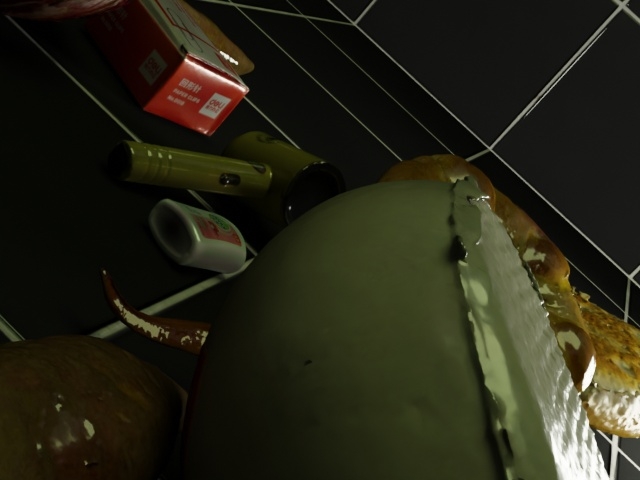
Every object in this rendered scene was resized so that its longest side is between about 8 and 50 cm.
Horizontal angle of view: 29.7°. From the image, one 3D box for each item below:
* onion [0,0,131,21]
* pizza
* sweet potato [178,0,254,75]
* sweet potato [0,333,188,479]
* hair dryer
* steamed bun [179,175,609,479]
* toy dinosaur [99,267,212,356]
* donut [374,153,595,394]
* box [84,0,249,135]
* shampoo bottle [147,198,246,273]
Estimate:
[{"bbox_3d":[-0.343,-0.318,1.323,0.314,0.146,0.280,41,1,23],"label":"onion"},{"bbox_3d":[0.357,0.151,1.768,0.440,0.130,0.406,10,25,-48],"label":"pizza"},{"bbox_3d":[-0.180,-0.287,1.735,0.077,0.077,0.243,52,9,33],"label":"sweet potato"},{"bbox_3d":[-0.142,0.112,0.672,0.131,0.131,0.336,47,18,17],"label":"sweet potato"},{"bbox_3d":[-0.113,-0.075,1.296,0.278,0.090,0.135,7,17,-46],"label":"hair dryer"},{"bbox_3d":[0.049,0.155,0.735,0.374,0.241,0.374,58,20,-34],"label":"steamed bun"},{"bbox_3d":[0.015,0.158,0.980,0.432,0.097,0.208,40,25,7],"label":"toy dinosaur"},{"bbox_3d":[0.156,0.063,1.307,0.299,0.150,0.317,-5,67,-44],"label":"donut"},{"bbox_3d":[-0.190,-0.232,1.498,0.133,0.099,0.182,23,25,-52],"label":"box"},{"bbox_3d":[-0.114,-0.001,1.173,0.072,0.043,0.099,51,18,28],"label":"shampoo bottle"}]
